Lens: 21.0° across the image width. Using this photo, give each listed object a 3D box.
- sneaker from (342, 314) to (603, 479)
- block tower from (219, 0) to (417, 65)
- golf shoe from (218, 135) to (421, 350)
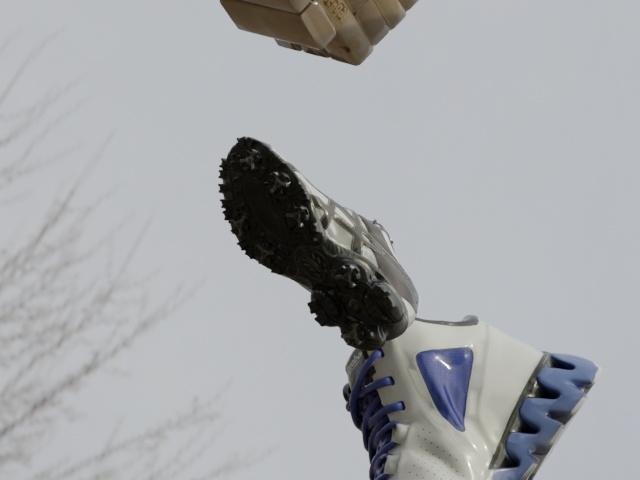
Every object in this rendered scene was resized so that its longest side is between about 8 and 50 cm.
[{"bbox_3d":[0.074,0.169,1.373,0.182,0.315,0.127,33,-37,13],"label":"sneaker"},{"bbox_3d":[0.071,-0.254,1.125,0.097,0.335,0.091,22,-27,48],"label":"block tower"},{"bbox_3d":[0.000,0.000,1.339,0.077,0.094,0.198,-45,-104,27],"label":"golf shoe"}]
